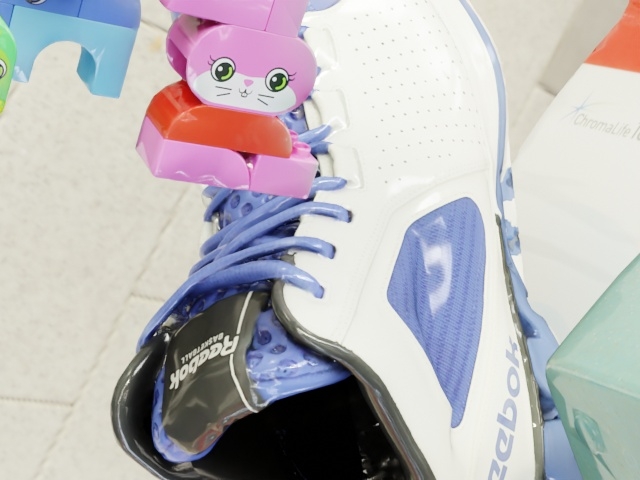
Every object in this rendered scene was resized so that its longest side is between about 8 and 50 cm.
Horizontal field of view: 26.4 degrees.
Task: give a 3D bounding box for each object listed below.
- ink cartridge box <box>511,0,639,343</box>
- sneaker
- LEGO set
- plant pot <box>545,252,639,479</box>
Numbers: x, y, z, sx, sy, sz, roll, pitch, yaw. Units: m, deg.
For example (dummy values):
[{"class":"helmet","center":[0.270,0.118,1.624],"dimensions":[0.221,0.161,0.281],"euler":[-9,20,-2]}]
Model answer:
[{"class":"ink cartridge box","center":[0.182,-0.023,0.582],"dimensions":[0.091,0.308,0.385],"euler":[-5,105,-23]},{"class":"sneaker","center":[0.000,0.001,0.530],"dimensions":[0.127,0.315,0.182],"euler":[-26,168,30]},{"class":"LEGO set","center":[-0.105,-0.085,0.346],"dimensions":[0.227,0.087,0.093],"euler":[7,113,-29]},{"class":"plant pot","center":[0.191,0.036,0.343],"dimensions":[0.234,0.165,0.165],"euler":[-26,102,-15]}]
